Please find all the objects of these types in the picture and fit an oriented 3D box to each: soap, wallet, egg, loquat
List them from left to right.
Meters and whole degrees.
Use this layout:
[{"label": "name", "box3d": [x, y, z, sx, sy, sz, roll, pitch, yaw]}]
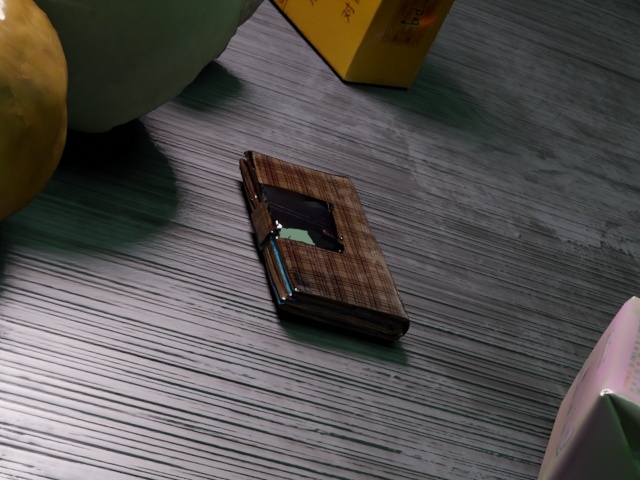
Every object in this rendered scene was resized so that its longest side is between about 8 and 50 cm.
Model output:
[{"label": "loquat", "box3d": [-0.300, -0.106, 1.208, 0.238, 0.193, 0.238, 6, 49, -7]}, {"label": "egg", "box3d": [-0.215, -0.271, 1.386, 0.278, 0.278, 0.336, -107, 171, -54]}, {"label": "wallet", "box3d": [0.000, 0.000, 1.451, 0.124, 0.042, 0.230, 17, 31, -25]}, {"label": "soap", "box3d": [0.285, 0.171, 1.306, 0.182, 0.138, 0.199, 31, 27, 3]}]

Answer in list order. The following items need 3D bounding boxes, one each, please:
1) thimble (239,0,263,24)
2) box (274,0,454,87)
[{"label": "thimble", "box3d": [-0.153, -0.300, 1.635, 0.219, 0.219, 0.150, 32, 26, 9]}, {"label": "box", "box3d": [0.016, -0.405, 1.919, 0.115, 0.264, 0.415, 1, 37, -38]}]
